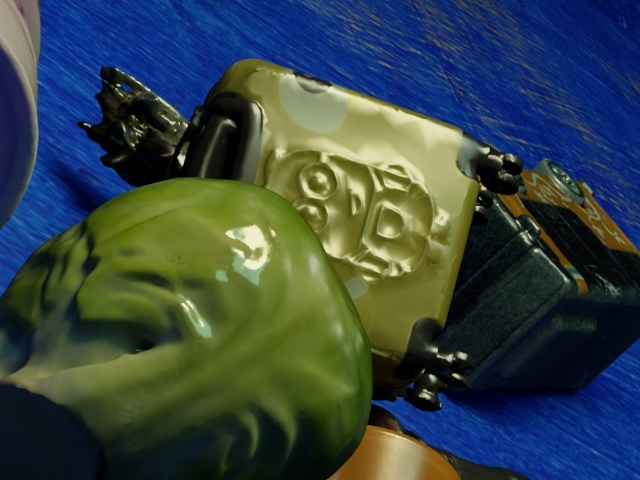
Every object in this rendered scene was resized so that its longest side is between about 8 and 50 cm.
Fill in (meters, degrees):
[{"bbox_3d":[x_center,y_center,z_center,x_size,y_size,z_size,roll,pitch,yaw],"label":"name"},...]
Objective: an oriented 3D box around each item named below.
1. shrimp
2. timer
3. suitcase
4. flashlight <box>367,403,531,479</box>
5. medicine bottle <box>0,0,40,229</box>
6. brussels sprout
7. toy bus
[{"bbox_3d":[-0.066,-0.021,1.550,0.289,0.075,0.178,32,-13,-4],"label":"shrimp"},{"bbox_3d":[0.017,0.211,1.230,0.132,0.132,0.152,34,43,-22],"label":"timer"},{"bbox_3d":[0.000,0.000,1.376,0.235,0.194,0.143,19,-21,-8],"label":"suitcase"},{"bbox_3d":[0.077,0.179,1.437,0.232,0.093,0.093,24,25,-50],"label":"flashlight"},{"bbox_3d":[-0.279,-0.140,1.230,0.212,0.212,0.325,33,22,-25],"label":"medicine bottle"},{"bbox_3d":[-0.086,0.077,1.134,0.244,0.244,0.244,37,20,-15],"label":"brussels sprout"},{"bbox_3d":[0.182,0.033,1.839,0.194,0.162,0.323,52,19,20],"label":"toy bus"}]
